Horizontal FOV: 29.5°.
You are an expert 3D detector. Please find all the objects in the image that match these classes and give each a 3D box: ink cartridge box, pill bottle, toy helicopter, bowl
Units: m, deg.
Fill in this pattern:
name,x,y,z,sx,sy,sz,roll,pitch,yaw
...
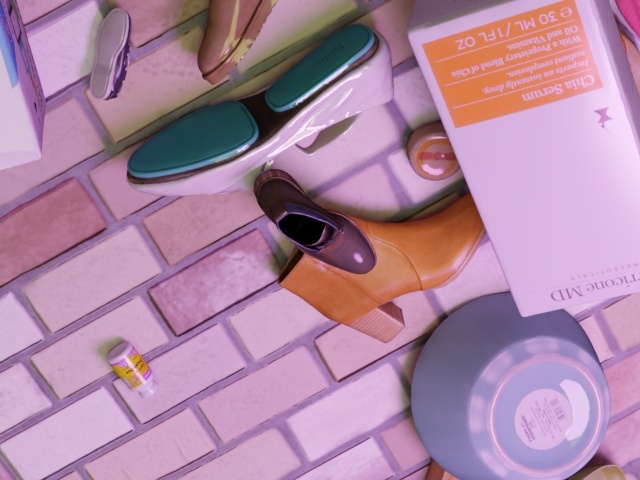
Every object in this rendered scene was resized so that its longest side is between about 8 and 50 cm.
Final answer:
name,x,y,z,sx,sy,sz,roll,pitch,yaw
ink cartridge box,-0.458,-0.203,1.486,0.197,0.270,0.198,-15,113,-6
pill bottle,-0.275,0.192,1.792,0.043,0.043,0.083,-33,113,3
toy helicopter,0.294,-0.175,1.729,0.355,0.140,0.235,-26,122,12
bowl,0.306,0.241,1.813,0.312,0.163,0.311,-1,96,-13

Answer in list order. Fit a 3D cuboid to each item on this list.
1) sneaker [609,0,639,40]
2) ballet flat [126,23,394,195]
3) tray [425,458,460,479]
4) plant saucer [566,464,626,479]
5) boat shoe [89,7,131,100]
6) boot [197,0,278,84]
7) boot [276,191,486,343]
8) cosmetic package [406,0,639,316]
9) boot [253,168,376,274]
name,x,y,z,sx,sy,sz,roll,pitch,yaw
sneaker,0.519,-0.268,1.707,0.314,0.136,0.116,39,101,-21
ballet flat,-0.068,-0.145,1.665,0.400,0.139,0.139,-30,113,1
tray,0.235,0.544,2.003,0.203,0.076,0.411,11,109,-14
plant saucer,0.407,0.460,1.967,0.241,0.037,0.241,-27,132,-34
boat shoe,-0.274,-0.248,1.627,0.046,0.038,0.125,20,104,27
boot,-0.182,-0.368,1.576,0.269,0.089,0.236,31,92,-19
boot,0.091,0.000,1.751,0.211,0.104,0.295,33,106,-20
cosmetic package,0.300,-0.139,1.580,0.230,0.161,0.453,-15,120,21
boot,0.000,0.000,1.639,0.219,0.106,0.082,36,106,-26
